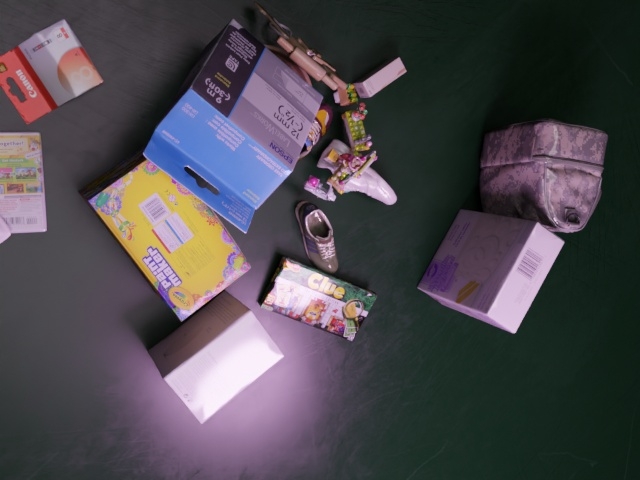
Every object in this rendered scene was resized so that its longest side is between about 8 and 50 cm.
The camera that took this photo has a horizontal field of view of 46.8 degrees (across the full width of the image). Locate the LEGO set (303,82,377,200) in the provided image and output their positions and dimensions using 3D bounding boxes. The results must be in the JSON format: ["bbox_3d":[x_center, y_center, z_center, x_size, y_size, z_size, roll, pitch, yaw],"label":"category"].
[{"bbox_3d":[0.071,-0.222,1.661,0.132,0.107,0.287,23,76,-17],"label":"LEGO set"}]

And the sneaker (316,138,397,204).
[{"bbox_3d":[0.083,-0.141,1.765,0.212,0.080,0.094,40,87,-11],"label":"sneaker"}]

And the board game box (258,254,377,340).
[{"bbox_3d":[-0.003,0.141,1.775,0.259,0.030,0.136,23,99,-22],"label":"board game box"}]

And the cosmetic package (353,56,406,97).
[{"bbox_3d":[0.140,-0.386,1.756,0.115,0.060,0.041,-36,109,-12],"label":"cosmetic package"}]

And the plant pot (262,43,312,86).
[{"bbox_3d":[-0.142,-0.305,1.630,0.237,0.109,0.237,-3,98,-20],"label":"plant pot"}]

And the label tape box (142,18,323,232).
[{"bbox_3d":[-0.156,-0.225,1.424,0.249,0.115,0.348,38,45,-22],"label":"label tape box"}]

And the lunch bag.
[{"bbox_3d":[0.531,-0.146,1.815,0.212,0.305,0.256,9,89,-21],"label":"lunch bag"}]

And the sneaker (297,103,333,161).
[{"bbox_3d":[-0.028,-0.239,1.696,0.069,0.084,0.185,42,82,-21],"label":"sneaker"}]

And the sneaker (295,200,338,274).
[{"bbox_3d":[0.000,0.000,1.738,0.064,0.086,0.192,-27,106,-16],"label":"sneaker"}]

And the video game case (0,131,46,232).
[{"bbox_3d":[-0.678,-0.115,1.492,0.226,0.026,0.206,-4,99,-20],"label":"video game case"}]

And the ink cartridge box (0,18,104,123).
[{"bbox_3d":[-0.556,-0.342,1.499,0.179,0.045,0.145,-35,108,-16],"label":"ink cartridge box"}]

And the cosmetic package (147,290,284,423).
[{"bbox_3d":[-0.230,0.245,1.608,0.224,0.224,0.138,-39,109,-12],"label":"cosmetic package"}]

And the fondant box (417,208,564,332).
[{"bbox_3d":[0.394,0.062,1.769,0.096,0.330,0.238,31,86,-20],"label":"fondant box"}]

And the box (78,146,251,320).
[{"bbox_3d":[-0.323,-0.026,1.506,0.177,0.279,0.290,-38,108,-13],"label":"box"}]

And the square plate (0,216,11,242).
[{"bbox_3d":[-0.843,-0.046,1.406,0.347,0.049,0.344,-37,105,-8],"label":"square plate"}]

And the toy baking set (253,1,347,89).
[{"bbox_3d":[-0.048,-0.416,1.614,0.256,0.197,0.030,35,108,-24],"label":"toy baking set"}]
